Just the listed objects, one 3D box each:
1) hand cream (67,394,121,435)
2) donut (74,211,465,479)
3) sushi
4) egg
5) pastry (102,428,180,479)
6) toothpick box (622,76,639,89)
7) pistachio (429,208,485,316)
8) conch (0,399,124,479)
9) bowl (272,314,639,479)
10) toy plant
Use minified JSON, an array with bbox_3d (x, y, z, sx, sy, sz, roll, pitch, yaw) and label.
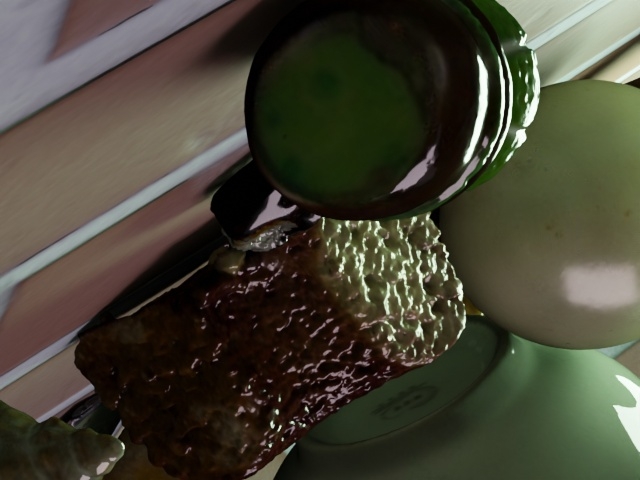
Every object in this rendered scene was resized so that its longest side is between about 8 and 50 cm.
[{"bbox_3d":[-0.200,0.178,1.358,0.235,0.055,0.086,-50,171,33],"label":"hand cream"},{"bbox_3d":[-0.017,0.040,1.034,0.187,0.126,0.144,-30,178,-41],"label":"donut"},{"bbox_3d":[-0.020,-0.031,0.894,0.083,0.044,0.046,-39,151,13],"label":"sushi"},{"bbox_3d":[0.179,-0.017,1.307,0.188,0.188,0.254,-40,166,31],"label":"egg"},{"bbox_3d":[-0.099,0.150,1.364,0.192,0.093,0.182,-51,180,37],"label":"pastry"},{"bbox_3d":[0.314,-0.092,1.517,0.294,0.192,0.192,-31,174,3],"label":"toothpick box"},{"bbox_3d":[0.105,0.038,1.540,0.210,0.130,0.165,-20,133,-21],"label":"pistachio"},{"bbox_3d":[-0.170,0.136,0.819,0.114,0.137,0.234,-2,143,-49],"label":"conch"},{"bbox_3d":[0.096,0.176,1.369,0.354,0.185,0.354,-25,-162,9],"label":"bowl"},{"bbox_3d":[0.032,-0.056,0.719,0.093,0.093,0.162,-38,176,20],"label":"toy plant"}]
